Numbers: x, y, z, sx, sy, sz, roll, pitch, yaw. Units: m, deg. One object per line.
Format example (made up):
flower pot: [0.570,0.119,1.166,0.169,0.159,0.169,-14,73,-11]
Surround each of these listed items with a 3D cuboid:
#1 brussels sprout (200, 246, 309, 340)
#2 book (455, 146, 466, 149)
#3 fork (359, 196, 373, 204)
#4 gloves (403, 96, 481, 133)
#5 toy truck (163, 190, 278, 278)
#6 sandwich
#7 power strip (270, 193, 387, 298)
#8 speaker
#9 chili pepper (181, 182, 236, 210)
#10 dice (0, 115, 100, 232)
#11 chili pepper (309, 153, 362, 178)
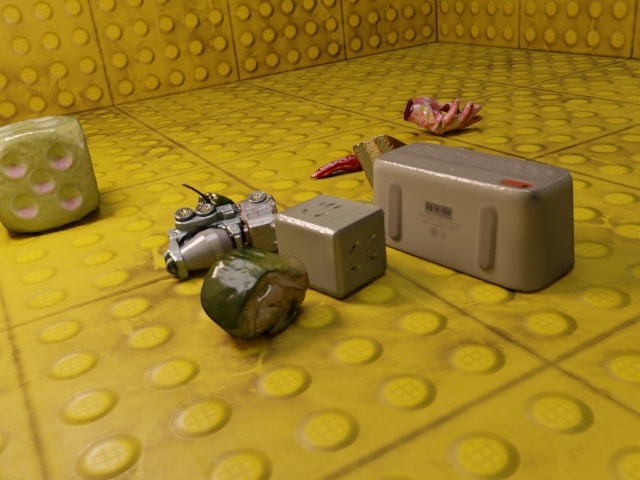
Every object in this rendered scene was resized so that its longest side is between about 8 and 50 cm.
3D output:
brussels sprout: [-0.116,0.081,1.076,0.145,0.131,0.183,21,40,37]
book: [0.267,-0.214,1.673,0.228,0.024,0.160,0,-6,14]
fork: [0.200,-0.073,1.480,0.235,0.021,0.039,11,33,30]
gloves: [0.395,-0.396,2.038,0.241,0.126,0.145,15,2,-7]
toy truck: [-0.202,-0.005,1.332,0.256,0.108,0.140,-14,38,-12]
sandwich: [0.197,-0.210,1.595,0.117,0.144,0.187,-13,14,43]
power strip: [0.000,0.000,1.219,0.140,0.139,0.224,-28,32,-37]
speaker: [0.280,-0.063,1.234,0.183,0.185,0.406,-23,29,-34]
chili pepper: [-0.233,-0.070,1.424,0.073,0.072,0.204,-4,-12,13]
dice: [-0.724,-0.177,1.649,0.249,0.255,0.252,-15,24,-20]
chili pepper: [0.092,-0.222,1.799,0.267,0.051,0.059,-16,42,-18]
